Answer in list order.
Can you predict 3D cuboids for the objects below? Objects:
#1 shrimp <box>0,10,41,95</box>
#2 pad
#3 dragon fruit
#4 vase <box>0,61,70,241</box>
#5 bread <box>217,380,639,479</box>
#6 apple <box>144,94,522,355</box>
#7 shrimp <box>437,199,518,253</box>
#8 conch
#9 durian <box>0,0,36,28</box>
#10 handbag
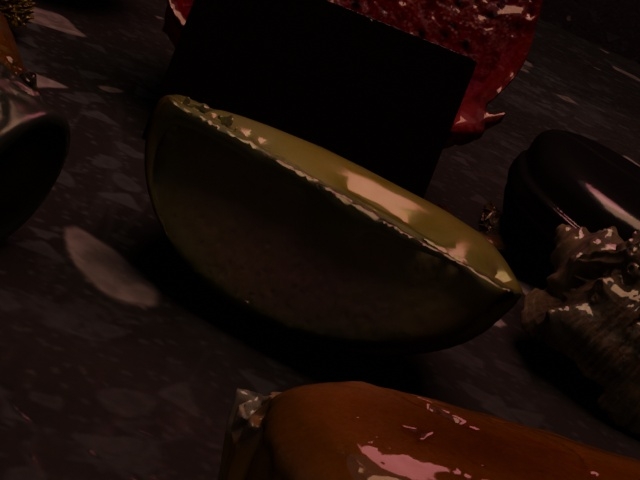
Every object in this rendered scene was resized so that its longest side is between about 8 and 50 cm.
[{"bbox_3d":[-0.295,-0.147,0.990,0.154,0.062,0.294,-4,28,-35],"label":"shrimp"},{"bbox_3d":[-0.008,-0.119,1.097,0.246,0.170,0.006,20,3,-9],"label":"pad"},{"bbox_3d":[0.026,-0.236,1.237,0.386,0.371,0.249,61,-10,6],"label":"dragon fruit"},{"bbox_3d":[-0.295,-0.114,0.796,0.301,0.156,0.251,35,-5,13],"label":"vase"},{"bbox_3d":[0.074,0.142,0.593,0.241,0.107,0.136,17,17,-22],"label":"bread"},{"bbox_3d":[0.000,0.000,0.868,0.265,0.120,0.193,30,7,7],"label":"apple"},{"bbox_3d":[0.149,-0.021,1.241,0.083,0.023,0.114,19,23,-8],"label":"shrimp"},{"bbox_3d":[0.255,0.075,0.997,0.178,0.163,0.245,-25,64,-25],"label":"conch"},{"bbox_3d":[-0.356,-0.265,1.165,0.208,0.102,0.146,9,27,-27],"label":"durian"},{"bbox_3d":[0.296,-0.008,1.248,0.254,0.093,0.308,31,19,-1],"label":"handbag"}]
